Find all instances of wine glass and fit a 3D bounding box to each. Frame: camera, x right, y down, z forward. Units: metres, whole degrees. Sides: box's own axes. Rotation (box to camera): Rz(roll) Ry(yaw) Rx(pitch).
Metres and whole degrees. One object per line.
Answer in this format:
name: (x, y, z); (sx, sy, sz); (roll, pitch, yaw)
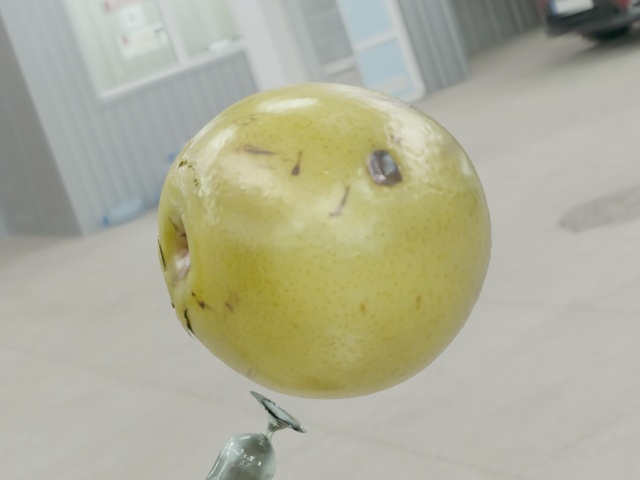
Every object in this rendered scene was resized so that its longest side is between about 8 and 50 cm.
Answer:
wine glass: (-0.048, 0.134, 0.902); (0.083, 0.042, 0.039); (-54, 15, 5)

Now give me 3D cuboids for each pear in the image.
pear: (0.000, 0.000, 1.576); (0.348, 0.348, 0.348); (-18, 10, 3)
